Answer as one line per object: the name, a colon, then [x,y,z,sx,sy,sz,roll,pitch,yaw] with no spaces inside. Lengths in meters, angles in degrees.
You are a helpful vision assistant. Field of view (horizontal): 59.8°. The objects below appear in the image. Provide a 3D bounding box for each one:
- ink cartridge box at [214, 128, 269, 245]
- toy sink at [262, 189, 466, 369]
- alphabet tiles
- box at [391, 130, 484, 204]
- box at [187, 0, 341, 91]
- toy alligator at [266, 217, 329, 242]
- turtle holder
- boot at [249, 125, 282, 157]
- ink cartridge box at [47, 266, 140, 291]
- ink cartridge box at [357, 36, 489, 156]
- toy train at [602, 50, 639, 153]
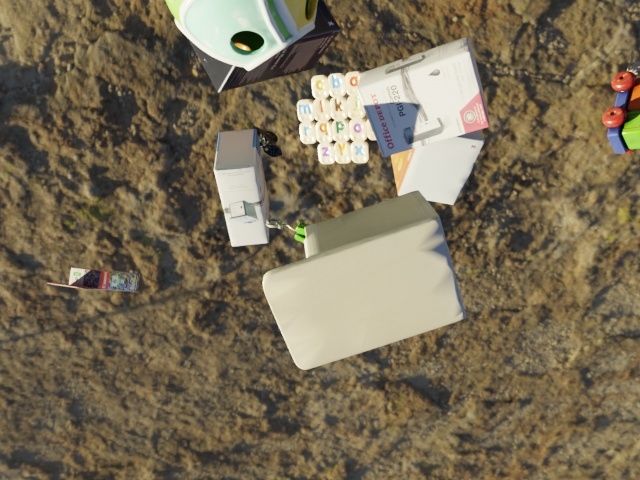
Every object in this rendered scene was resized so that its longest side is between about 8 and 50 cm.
ink cartridge box: [-0.153,-0.104,1.109,0.082,0.139,0.190,-7,132,1]
toy sink: [0.054,0.050,0.758,0.234,0.131,0.152,-20,112,3]
alphabet tiles: [0.064,-0.379,1.740,0.284,0.021,0.278,1,110,23]
box: [0.306,-0.299,1.559,0.168,0.345,0.215,8,132,-9]
box: [-0.180,-0.589,1.396,0.312,0.343,0.179,-26,175,-34]
toy alligator: [0.000,0.000,0.912,0.190,0.056,0.051,10,131,20]
turtle holder: [-0.095,-0.425,0.891,0.320,0.243,0.227,-29,108,11]
boot: [-0.141,-0.273,1.575,0.045,0.099,0.121,-51,151,16]
ink cartridge box: [-0.329,0.056,0.813,0.063,0.029,0.115,4,174,26]
ink cartridge box: [0.198,-0.272,1.075,0.218,0.092,0.158,-13,123,22]
toy train: [0.638,-0.283,1.047,0.143,0.248,0.105,3,152,45]
